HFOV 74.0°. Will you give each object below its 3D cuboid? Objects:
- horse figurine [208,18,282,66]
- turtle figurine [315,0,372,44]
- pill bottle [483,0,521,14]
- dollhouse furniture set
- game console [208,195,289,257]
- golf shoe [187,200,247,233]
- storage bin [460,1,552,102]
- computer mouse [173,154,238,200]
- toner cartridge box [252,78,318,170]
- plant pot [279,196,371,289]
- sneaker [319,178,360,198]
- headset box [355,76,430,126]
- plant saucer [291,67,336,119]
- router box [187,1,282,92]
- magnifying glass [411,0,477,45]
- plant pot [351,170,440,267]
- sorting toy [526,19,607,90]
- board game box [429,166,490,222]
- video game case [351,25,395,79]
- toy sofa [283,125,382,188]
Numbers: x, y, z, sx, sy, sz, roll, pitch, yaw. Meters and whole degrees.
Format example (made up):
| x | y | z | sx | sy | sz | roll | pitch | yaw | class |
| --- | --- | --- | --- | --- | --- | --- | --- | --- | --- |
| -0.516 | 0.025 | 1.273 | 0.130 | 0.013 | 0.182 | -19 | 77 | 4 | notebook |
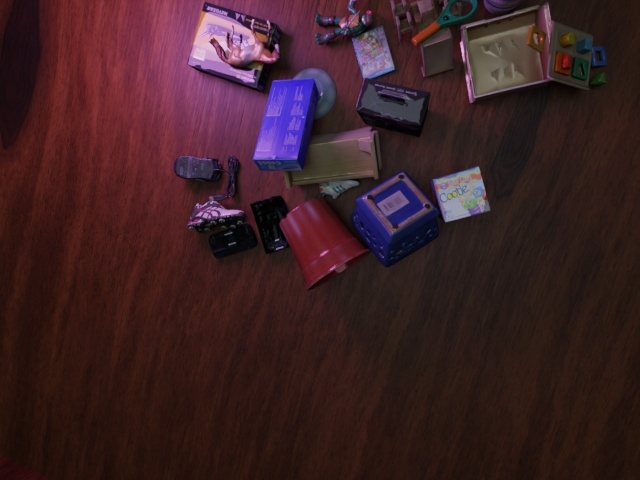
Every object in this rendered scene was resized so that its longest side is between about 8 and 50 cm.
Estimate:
| x | y | z | sx | sy | sz | roll | pitch | yaw | class |
| --- | --- | --- | --- | --- | --- | --- | --- | --- | --- |
| -0.270 | -0.705 | 1.552 | 0.263 | 0.066 | 0.175 | -9 | 88 | 10 | horse figurine |
| 0.097 | -0.783 | 1.520 | 0.234 | 0.118 | 0.175 | -5 | 65 | 27 | turtle figurine |
| 0.591 | -0.823 | 1.332 | 0.152 | 0.272 | 0.152 | 1 | 96 | 13 | pill bottle |
| 0.380 | -0.729 | 1.480 | 0.212 | 0.161 | 0.242 | -14 | 71 | 13 | dollhouse furniture set |
| -0.291 | -0.034 | 1.720 | 0.361 | 0.044 | 0.213 | -17 | 90 | 13 | game console |
| -0.411 | -0.107 | 1.686 | 0.272 | 0.105 | 0.120 | -5 | 69 | 24 | golf shoe |
| 0.622 | -0.624 | 1.422 | 0.262 | 0.123 | 0.260 | -10 | 94 | 13 | storage bin |
| -0.460 | -0.251 | 1.728 | 0.262 | 0.060 | 0.184 | 0 | 91 | 1 | computer mouse |
| -0.118 | -0.413 | 1.508 | 0.165 | 0.075 | 0.348 | 3 | 67 | 17 | toner cartridge box |
| 0.000 | 0.000 | 1.561 | 0.272 | 0.272 | 0.265 | -34 | 80 | 13 | plant pot |
| 0.073 | -0.200 | 1.625 | 0.161 | 0.057 | 0.075 | -2 | 112 | 11 | sneaker |
| 0.248 | -0.445 | 1.433 | 0.218 | 0.293 | 0.110 | 17 | 99 | 11 | headset box |
| -0.038 | -0.560 | 1.615 | 0.194 | 0.037 | 0.195 | 1 | 97 | 12 | plant saucer |
| -0.332 | -0.741 | 1.637 | 0.308 | 0.081 | 0.243 | 21 | 100 | 9 | router box |
| 0.399 | -0.707 | 1.369 | 0.231 | 0.026 | 0.092 | -34 | 68 | 3 | magnifying glass |
| 0.255 | -0.082 | 1.450 | 0.236 | 0.212 | 0.236 | -31 | 68 | -7 | plant pot |
| 0.794 | -0.583 | 1.332 | 0.347 | 0.047 | 0.196 | 4 | 88 | -21 | sorting toy |
| 0.459 | -0.152 | 1.426 | 0.144 | 0.275 | 0.142 | -15 | 92 | 14 | board game box |
| 0.194 | -0.686 | 1.563 | 0.119 | 0.015 | 0.166 | -16 | 92 | 13 | video game case |
| 0.042 | -0.308 | 1.583 | 0.362 | 0.177 | 0.150 | -5 | 119 | 12 | toy sofa |
